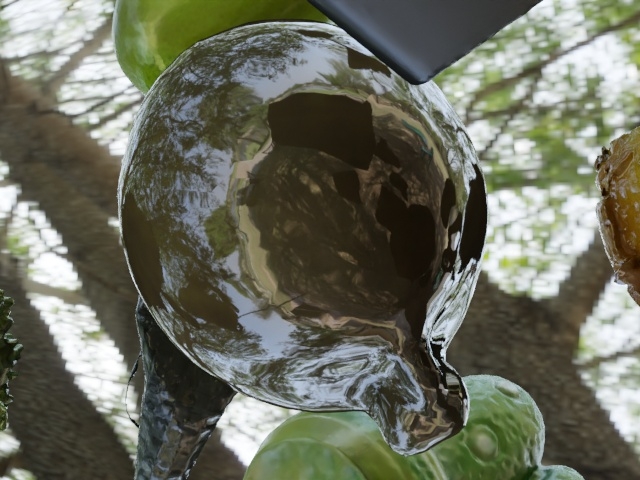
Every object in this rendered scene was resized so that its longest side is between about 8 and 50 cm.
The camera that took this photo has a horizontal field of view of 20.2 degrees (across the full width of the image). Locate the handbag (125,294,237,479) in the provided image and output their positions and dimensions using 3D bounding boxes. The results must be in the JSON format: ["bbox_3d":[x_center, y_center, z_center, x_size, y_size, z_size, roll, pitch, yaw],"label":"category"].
[{"bbox_3d":[-0.080,0.043,1.162,0.088,0.175,0.270,16,-135,-9],"label":"handbag"}]

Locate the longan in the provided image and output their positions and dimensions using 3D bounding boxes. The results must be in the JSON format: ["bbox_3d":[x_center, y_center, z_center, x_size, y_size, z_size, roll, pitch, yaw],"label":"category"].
[{"bbox_3d":[0.000,0.000,0.783,0.159,0.185,0.204,-29,-97,-10],"label":"longan"}]

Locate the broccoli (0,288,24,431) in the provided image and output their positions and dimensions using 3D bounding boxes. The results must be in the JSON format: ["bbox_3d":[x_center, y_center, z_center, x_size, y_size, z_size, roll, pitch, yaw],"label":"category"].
[{"bbox_3d":[-0.254,0.067,0.956,0.226,0.176,0.198,32,-100,-28],"label":"broccoli"}]

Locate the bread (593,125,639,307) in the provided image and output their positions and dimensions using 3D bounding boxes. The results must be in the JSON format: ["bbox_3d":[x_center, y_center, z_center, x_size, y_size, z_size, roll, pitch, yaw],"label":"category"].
[{"bbox_3d":[0.300,0.011,1.107,0.260,0.160,0.147,19,-117,-28],"label":"bread"}]

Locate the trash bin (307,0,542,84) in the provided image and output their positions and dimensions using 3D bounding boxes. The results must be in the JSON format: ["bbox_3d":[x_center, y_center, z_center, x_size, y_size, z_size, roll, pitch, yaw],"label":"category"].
[{"bbox_3d":[0.008,-0.183,0.609,0.225,0.165,0.115,40,-140,-19],"label":"trash bin"}]

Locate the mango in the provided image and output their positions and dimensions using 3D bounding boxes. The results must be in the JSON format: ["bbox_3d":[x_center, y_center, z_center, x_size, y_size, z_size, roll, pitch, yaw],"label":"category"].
[{"bbox_3d":[-0.050,-0.145,0.998,0.163,0.089,0.117,-37,-115,-22],"label":"mango"}]

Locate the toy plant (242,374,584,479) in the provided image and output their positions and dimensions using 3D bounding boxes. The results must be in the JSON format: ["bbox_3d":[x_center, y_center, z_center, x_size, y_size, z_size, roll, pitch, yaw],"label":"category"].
[{"bbox_3d":[0.086,0.203,1.549,0.316,0.224,0.184,-14,-39,-49],"label":"toy plant"}]
